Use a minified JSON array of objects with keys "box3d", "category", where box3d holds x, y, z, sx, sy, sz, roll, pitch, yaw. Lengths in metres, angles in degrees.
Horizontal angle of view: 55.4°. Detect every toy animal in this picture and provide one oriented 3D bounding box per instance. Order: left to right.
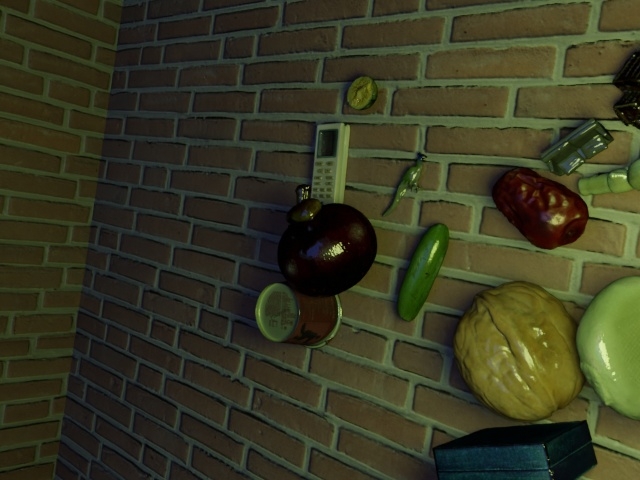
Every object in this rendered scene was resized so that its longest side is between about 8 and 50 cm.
[{"box3d":[0.246,-0.143,1.733,0.217,0.041,0.075,-62,35,19],"category":"toy animal"}]

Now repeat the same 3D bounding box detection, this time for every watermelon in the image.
[{"box3d":[0.135,-0.441,1.842,0.105,0.062,0.106,-12,72,44],"category":"watermelon"}]

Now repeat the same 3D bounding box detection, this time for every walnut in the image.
[{"box3d":[0.450,0.249,1.394,0.277,0.252,0.313,-47,59,29],"category":"walnut"}]

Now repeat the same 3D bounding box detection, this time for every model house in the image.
[{"box3d":[0.708,-0.329,1.328,0.152,0.106,0.165,41,107,33],"category":"model house"}]

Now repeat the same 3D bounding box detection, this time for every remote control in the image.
[{"box3d":[0.028,-0.227,1.916,0.103,0.055,0.277,4,89,39],"category":"remote control"}]

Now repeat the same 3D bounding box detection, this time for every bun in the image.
[{"box3d":[0.649,0.222,1.262,0.187,0.293,0.293,122,141,-74],"category":"bun"}]

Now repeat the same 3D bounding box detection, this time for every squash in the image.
[{"box3d":[0.276,0.090,1.663,0.082,0.082,0.293,30,105,37],"category":"squash"}]

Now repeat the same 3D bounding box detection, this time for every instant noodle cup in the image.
[{"box3d":[-0.075,0.219,1.880,0.234,0.178,0.235,-5,81,37],"category":"instant noodle cup"}]

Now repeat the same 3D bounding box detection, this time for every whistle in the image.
[{"box3d":[0.688,-0.133,1.326,0.258,0.126,0.067,-6,68,53],"category":"whistle"}]

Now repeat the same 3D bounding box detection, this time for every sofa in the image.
[{"box3d":[0.599,-0.211,1.422,0.147,0.085,0.060,-38,60,30],"category":"sofa"}]

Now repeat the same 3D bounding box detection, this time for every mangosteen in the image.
[{"box3d":[0.011,0.016,1.748,0.297,0.293,0.297,-20,43,19],"category":"mangosteen"}]

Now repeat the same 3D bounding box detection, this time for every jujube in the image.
[{"box3d":[0.512,-0.081,1.438,0.230,0.155,0.155,48,115,31],"category":"jujube"}]

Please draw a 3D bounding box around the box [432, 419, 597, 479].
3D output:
[{"box3d":[0.437,0.485,1.365,0.261,0.279,0.116,-20,75,37],"category":"box"}]
